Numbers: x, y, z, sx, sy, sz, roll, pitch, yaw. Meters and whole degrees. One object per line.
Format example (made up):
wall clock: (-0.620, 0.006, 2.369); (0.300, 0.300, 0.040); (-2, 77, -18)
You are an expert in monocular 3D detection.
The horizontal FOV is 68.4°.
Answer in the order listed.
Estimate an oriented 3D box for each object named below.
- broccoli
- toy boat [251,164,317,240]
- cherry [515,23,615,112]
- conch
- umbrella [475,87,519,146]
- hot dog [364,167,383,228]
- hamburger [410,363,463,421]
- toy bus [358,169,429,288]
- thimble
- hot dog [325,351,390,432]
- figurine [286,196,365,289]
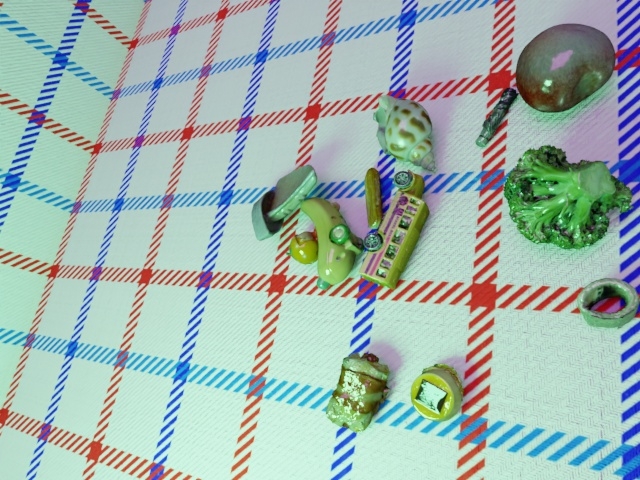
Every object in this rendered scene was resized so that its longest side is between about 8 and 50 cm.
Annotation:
broccoli: (0.579, -0.111, 1.119); (0.261, 0.241, 0.269); (-26, 87, -2)
toy boat: (-0.119, -0.144, 1.592); (0.293, 0.111, 0.276); (-45, 24, 10)
cherry: (0.624, -0.464, 1.241); (0.239, 0.206, 0.239); (-8, 77, 36)
conch: (0.263, -0.327, 1.439); (0.148, 0.183, 0.275); (-7, 69, -5)
umbrella: (0.505, -0.359, 1.366); (0.188, 0.050, 0.046); (-57, 32, -1)
hot dog: (0.169, -0.130, 1.475); (0.066, 0.047, 0.216); (-40, 44, 47)
hamburger: (0.290, 0.376, 1.170); (0.126, 0.081, 0.141); (3, 84, 35)
toy bus: (0.223, -0.032, 1.358); (0.123, 0.121, 0.335); (23, 83, 27)
thimble: (0.640, 0.140, 1.049); (0.115, 0.090, 0.102); (-33, 57, 14)
hot dog: (0.102, 0.404, 1.266); (0.146, 0.103, 0.213); (25, 94, 15)
figurine: (0.000, 0.000, 1.484); (0.222, 0.124, 0.324); (-39, 52, 16)
